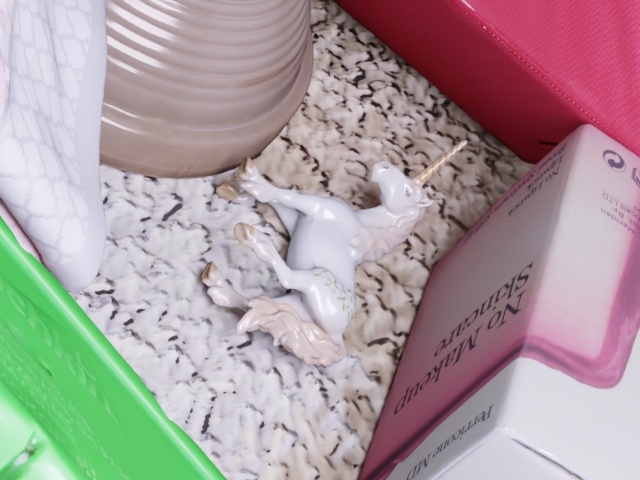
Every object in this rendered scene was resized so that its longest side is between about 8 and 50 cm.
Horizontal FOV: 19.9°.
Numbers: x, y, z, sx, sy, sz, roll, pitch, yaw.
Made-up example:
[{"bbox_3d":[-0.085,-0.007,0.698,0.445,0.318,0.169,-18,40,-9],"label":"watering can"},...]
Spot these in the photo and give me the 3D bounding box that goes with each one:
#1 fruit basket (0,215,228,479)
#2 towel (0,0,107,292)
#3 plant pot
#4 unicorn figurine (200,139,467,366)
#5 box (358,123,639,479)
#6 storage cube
[{"bbox_3d":[-0.224,0.137,0.520,0.392,0.392,0.283,27,12,-19],"label":"fruit basket"},{"bbox_3d":[-0.147,-0.190,0.699,0.053,0.317,0.332,-11,50,8],"label":"towel"},{"bbox_3d":[-0.090,-0.159,0.971,0.237,0.110,0.237,21,45,-23],"label":"plant pot"},{"bbox_3d":[0.000,0.000,0.956,0.111,0.060,0.162,27,59,-20],"label":"unicorn figurine"},{"bbox_3d":[0.118,0.081,0.905,0.127,0.148,0.232,35,41,-10],"label":"box"},{"bbox_3d":[0.131,-0.165,1.015,0.193,0.215,0.183,38,84,-18],"label":"storage cube"}]
